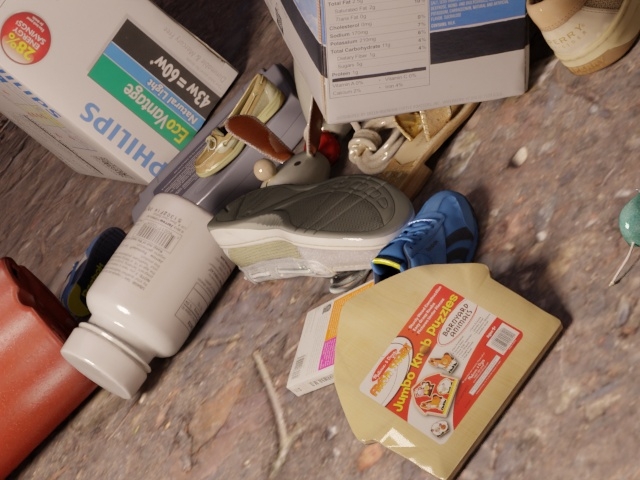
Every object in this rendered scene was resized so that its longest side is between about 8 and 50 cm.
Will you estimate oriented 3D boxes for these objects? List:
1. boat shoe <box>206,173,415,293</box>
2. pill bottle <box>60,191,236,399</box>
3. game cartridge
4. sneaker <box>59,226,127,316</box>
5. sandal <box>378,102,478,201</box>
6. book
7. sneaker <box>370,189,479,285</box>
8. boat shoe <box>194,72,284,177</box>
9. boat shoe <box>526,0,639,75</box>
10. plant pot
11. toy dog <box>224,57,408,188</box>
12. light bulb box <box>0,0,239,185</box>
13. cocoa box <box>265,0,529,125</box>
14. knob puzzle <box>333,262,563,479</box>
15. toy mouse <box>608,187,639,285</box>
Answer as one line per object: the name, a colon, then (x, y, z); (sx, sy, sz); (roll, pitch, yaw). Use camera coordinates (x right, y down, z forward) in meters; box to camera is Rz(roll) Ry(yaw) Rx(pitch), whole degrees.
boat shoe: (-0.002, 0.001, 1.721); (0.118, 0.103, 0.320); (-41, 23, -32)
pill bottle: (-0.204, 0.068, 1.897); (0.229, 0.131, 0.131); (-57, 25, -17)
game cartridge: (-0.133, -0.099, 2.120); (0.294, 0.060, 0.196); (-45, 21, 10)
sneaker: (-0.322, 0.042, 2.229); (0.059, 0.053, 0.144); (-9, 44, 58)
sandal: (0.107, -0.143, 1.748); (0.088, 0.079, 0.240); (-4, 50, 57)
book: (0.030, 0.094, 1.591); (0.144, 0.035, 0.096); (-25, 37, 43)
sneaker: (0.096, 0.014, 1.531); (0.069, 0.082, 0.209); (-19, 36, 38)
boat shoe: (-0.113, -0.146, 2.035); (0.153, 0.048, 0.056); (-44, 25, 9)
boat shoe: (0.299, -0.327, 1.659); (0.121, 0.110, 0.341); (-24, 34, 43)
plant pot: (-0.430, 0.178, 1.989); (0.265, 0.272, 0.272); (-39, 25, 1)
toy dog: (-0.014, -0.189, 1.917); (0.220, 0.161, 0.334); (-36, 27, 27)
light bulb box: (-0.378, -0.277, 2.416); (0.225, 0.358, 0.361); (-56, 26, -12)
cocoa box: (0.070, -0.318, 1.739); (0.231, 0.228, 0.347); (-10, 34, -9)
knob puzzle: (0.094, 0.103, 1.407); (0.213, 0.030, 0.213); (-13, 58, 21)
toy mouse: (0.287, -0.016, 1.321); (0.143, 0.031, 0.161); (-41, 26, 18)
